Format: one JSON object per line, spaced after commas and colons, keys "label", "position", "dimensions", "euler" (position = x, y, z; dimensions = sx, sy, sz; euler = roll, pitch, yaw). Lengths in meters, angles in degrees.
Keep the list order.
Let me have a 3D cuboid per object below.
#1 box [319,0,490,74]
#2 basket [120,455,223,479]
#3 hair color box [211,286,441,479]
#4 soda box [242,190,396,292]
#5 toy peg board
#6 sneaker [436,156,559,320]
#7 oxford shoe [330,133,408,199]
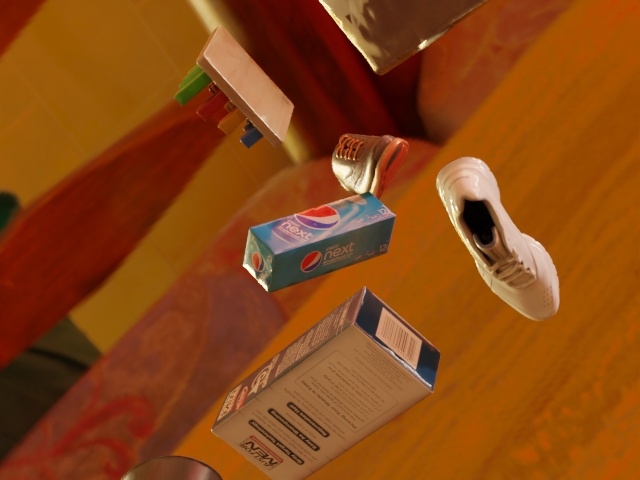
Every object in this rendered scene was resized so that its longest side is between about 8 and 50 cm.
{"label": "box", "position": [0.061, -0.246, 0.798], "dimensions": [0.167, 0.203, 0.168], "euler": [-42, 8, -23]}
{"label": "basket", "position": [-0.227, 0.447, 1.802], "dimensions": [0.204, 0.154, 0.227], "euler": [-54, 19, 38]}
{"label": "hair color box", "position": [0.006, 0.239, 2.041], "dimensions": [0.347, 0.174, 0.105], "euler": [-39, 17, 32]}
{"label": "soda box", "position": [0.000, 0.000, 1.793], "dimensions": [0.210, 0.071, 0.067], "euler": [-18, 46, -33]}
{"label": "toy peg board", "position": [-0.125, -0.199, 1.811], "dimensions": [0.079, 0.160, 0.161], "euler": [-37, 16, 19]}
{"label": "sneaker", "position": [0.270, 0.017, 1.974], "dimensions": [0.111, 0.297, 0.129], "euler": [-33, 20, 17]}
{"label": "oxford shoe", "position": [0.062, -0.114, 1.925], "dimensions": [0.097, 0.098, 0.271], "euler": [-57, 1, -11]}
